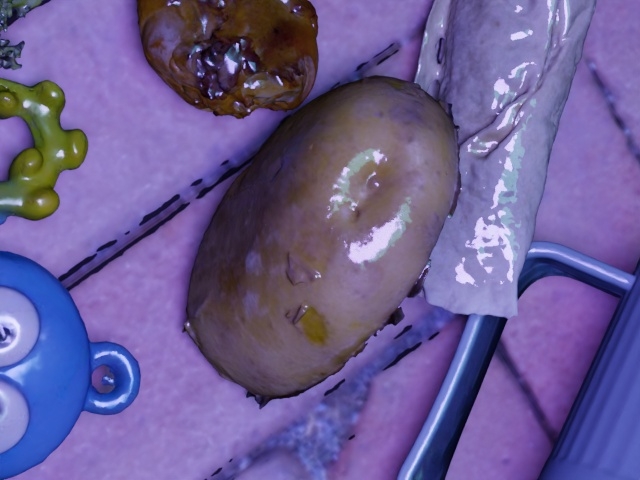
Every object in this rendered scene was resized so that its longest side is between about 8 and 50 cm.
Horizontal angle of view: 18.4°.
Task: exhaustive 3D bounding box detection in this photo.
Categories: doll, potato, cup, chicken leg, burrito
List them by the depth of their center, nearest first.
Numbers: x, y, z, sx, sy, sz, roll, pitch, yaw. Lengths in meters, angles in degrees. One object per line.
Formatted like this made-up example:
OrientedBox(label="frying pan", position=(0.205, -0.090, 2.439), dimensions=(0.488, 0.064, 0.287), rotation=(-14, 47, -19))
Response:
OrientedBox(label="doll", position=(-0.274, 0.055, 1.242), dimensions=(0.341, 0.099, 0.346), rotation=(9, 87, -19))
OrientedBox(label="potato", position=(0.000, 0.000, 1.284), dimensions=(0.098, 0.138, 0.243), rotation=(27, 91, -31))
OrientedBox(label="chicken leg", position=(-0.095, -0.185, 1.303), dimensions=(0.107, 0.087, 0.251), rotation=(-38, 97, -34))
OrientedBox(label="burrito", position=(0.125, -0.142, 1.359), dimensions=(0.117, 0.076, 0.392), rotation=(11, 85, 22))
OrientedBox(label="cup", position=(0.253, 0.172, 1.364), dimensions=(0.257, 0.331, 0.311), rotation=(33, 79, -50))

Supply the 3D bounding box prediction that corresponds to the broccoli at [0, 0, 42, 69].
OrientedBox(label="broccoli", position=(-0.221, -0.166, 1.271), dimensions=(0.092, 0.097, 0.095), rotation=(0, 121, -58))
